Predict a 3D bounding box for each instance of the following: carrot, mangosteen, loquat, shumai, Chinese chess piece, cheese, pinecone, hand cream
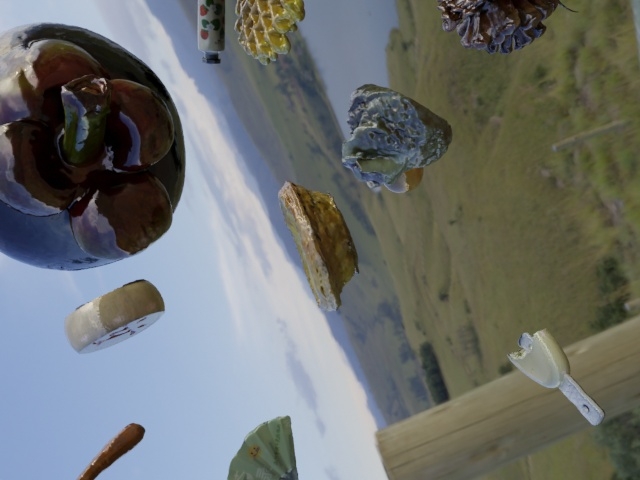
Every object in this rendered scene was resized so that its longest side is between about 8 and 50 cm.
[{"bbox_3d":[-0.433,0.441,1.306,0.216,0.048,0.048,-42,-64,-44],"label":"carrot"},{"bbox_3d":[-0.362,-0.137,0.992,0.435,0.382,0.382,5,127,47],"label":"mangosteen"},{"bbox_3d":[0.247,-0.220,2.010,0.163,0.137,0.163,61,174,11],"label":"loquat"},{"bbox_3d":[0.153,-0.214,1.450,0.256,0.218,0.189,27,-165,-29],"label":"shumai"},{"bbox_3d":[-0.516,0.192,1.652,0.103,0.250,0.250,61,-179,7],"label":"Chinese chess piece"},{"bbox_3d":[0.473,0.271,1.310,0.235,0.050,0.127,55,148,41],"label":"cheese"},{"bbox_3d":[0.281,-0.375,1.034,0.195,0.179,0.149,-8,-93,-47],"label":"pinecone"},{"bbox_3d":[-0.239,-0.530,1.445,0.095,0.059,0.276,-35,-44,-52],"label":"hand cream"}]

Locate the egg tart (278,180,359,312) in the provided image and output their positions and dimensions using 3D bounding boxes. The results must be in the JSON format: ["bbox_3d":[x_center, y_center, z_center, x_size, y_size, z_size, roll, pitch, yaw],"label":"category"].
[{"bbox_3d":[0.000,0.000,0.894,0.191,0.074,0.191,158,90,-85],"label":"egg tart"}]

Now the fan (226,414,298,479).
[{"bbox_3d":[-0.098,0.417,1.122,0.009,0.131,0.240,148,134,-70],"label":"fan"}]

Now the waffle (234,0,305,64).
[{"bbox_3d":[-0.111,-0.529,1.394,0.329,0.062,0.329,-11,78,62],"label":"waffle"}]

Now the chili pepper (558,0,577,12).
[{"bbox_3d":[0.459,-0.523,1.365,0.192,0.086,0.084,28,168,-9],"label":"chili pepper"}]
